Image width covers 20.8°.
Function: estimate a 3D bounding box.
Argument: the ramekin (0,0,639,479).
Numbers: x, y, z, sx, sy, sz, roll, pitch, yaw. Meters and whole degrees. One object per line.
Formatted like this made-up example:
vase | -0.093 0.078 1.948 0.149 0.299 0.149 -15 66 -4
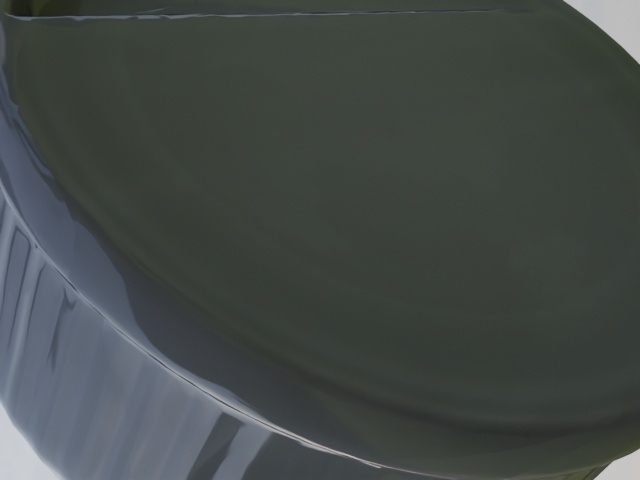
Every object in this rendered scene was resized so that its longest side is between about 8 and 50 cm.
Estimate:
ramekin | 0.000 0.000 0.606 0.127 0.273 0.273 -63 -2 38
